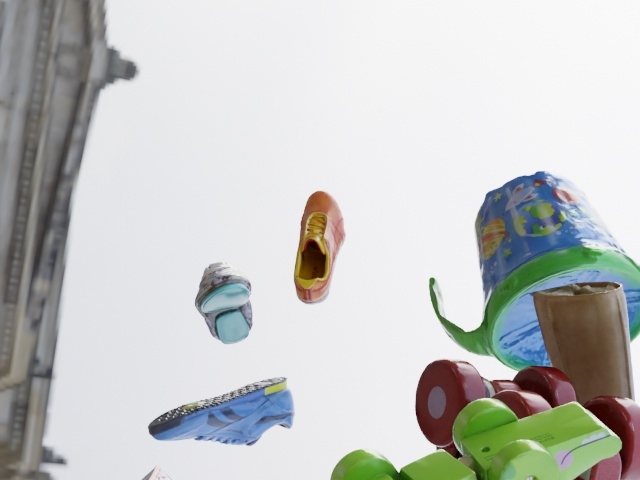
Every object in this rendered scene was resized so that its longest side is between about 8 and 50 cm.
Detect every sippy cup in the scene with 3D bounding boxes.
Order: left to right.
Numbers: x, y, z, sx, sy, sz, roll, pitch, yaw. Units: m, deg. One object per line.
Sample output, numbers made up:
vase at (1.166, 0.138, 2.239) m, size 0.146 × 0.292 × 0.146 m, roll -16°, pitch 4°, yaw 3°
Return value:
sippy cup at (0.318, 0.032, 1.650) m, size 0.224 × 0.305 × 0.240 m, roll -103°, pitch -157°, yaw -44°

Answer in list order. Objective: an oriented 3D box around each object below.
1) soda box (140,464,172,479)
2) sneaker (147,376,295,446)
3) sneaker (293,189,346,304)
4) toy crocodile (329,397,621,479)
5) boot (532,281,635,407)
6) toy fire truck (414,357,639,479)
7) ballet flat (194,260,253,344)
soda box at (-0.184, 0.275, 0.985) m, size 0.183 × 0.063 × 0.058 m, roll -43°, pitch -177°, yaw 3°
sneaker at (-0.123, 0.242, 1.547) m, size 0.069 × 0.209 × 0.082 m, roll -3°, pitch -82°, yaw 58°
sneaker at (0.000, 0.000, 1.549) m, size 0.067 × 0.064 × 0.175 m, roll 86°, pitch 6°, yaw -53°
toy crocodile at (0.122, 0.239, 1.107) m, size 0.115 × 0.340 × 0.105 m, roll -141°, pitch -145°, yaw -63°
boot at (0.316, 0.189, 1.509) m, size 0.236 × 0.089 × 0.270 m, roll -7°, pitch -79°, yaw 47°
toy fire truck at (0.216, 0.276, 1.315) m, size 0.302 × 0.169 × 0.254 m, roll 21°, pitch -78°, yaw 61°
ballet flat at (-0.069, 0.037, 0.817) m, size 0.114 × 0.041 × 0.041 m, roll 92°, pitch -4°, yaw -66°
